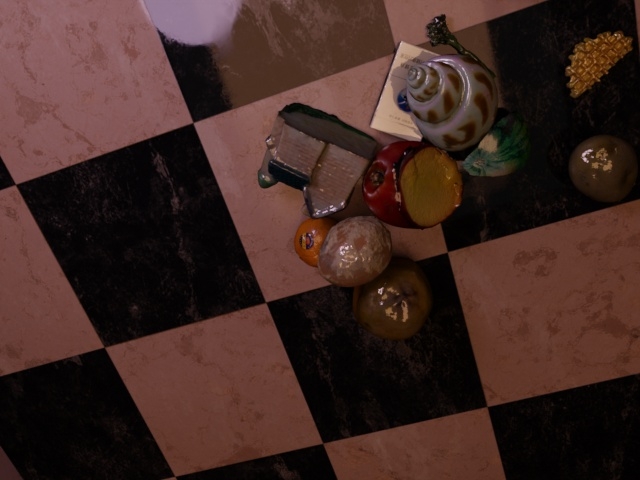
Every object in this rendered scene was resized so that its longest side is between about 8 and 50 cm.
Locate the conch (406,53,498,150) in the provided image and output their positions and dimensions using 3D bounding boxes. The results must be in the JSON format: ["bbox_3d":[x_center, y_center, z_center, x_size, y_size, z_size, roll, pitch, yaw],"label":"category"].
[{"bbox_3d":[0.349,-0.375,1.284,0.367,0.197,0.249,18,112,-22],"label":"conch"}]

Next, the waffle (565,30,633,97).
[{"bbox_3d":[0.806,-0.512,1.362,0.191,0.046,0.161,-13,107,8],"label":"waffle"}]

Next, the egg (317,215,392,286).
[{"bbox_3d":[0.102,0.035,1.386,0.245,0.203,0.203,-38,107,-21],"label":"egg"}]

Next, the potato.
[{"bbox_3d":[0.850,-0.213,1.415,0.177,0.160,0.235,-22,119,32],"label":"potato"}]

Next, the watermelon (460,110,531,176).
[{"bbox_3d":[0.532,-0.285,1.379,0.231,0.128,0.146,-33,141,-24],"label":"watermelon"}]

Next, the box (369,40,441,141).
[{"bbox_3d":[0.266,-0.437,1.406,0.164,0.069,0.257,18,109,-4],"label":"box"}]

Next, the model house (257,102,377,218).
[{"bbox_3d":[-0.025,-0.222,1.421,0.298,0.243,0.284,25,118,-2],"label":"model house"}]

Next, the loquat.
[{"bbox_3d":[0.239,0.183,1.517,0.275,0.284,0.276,0,87,-6],"label":"loquat"}]

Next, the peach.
[{"bbox_3d":[0.270,-0.167,1.427,0.361,0.201,0.258,-1,102,-40],"label":"peach"}]

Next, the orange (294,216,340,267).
[{"bbox_3d":[0.001,0.003,1.531,0.177,0.155,0.178,-2,105,-7],"label":"orange"}]

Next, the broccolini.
[{"bbox_3d":[0.412,-0.551,1.367,0.254,0.058,0.071,37,150,-7],"label":"broccolini"}]
